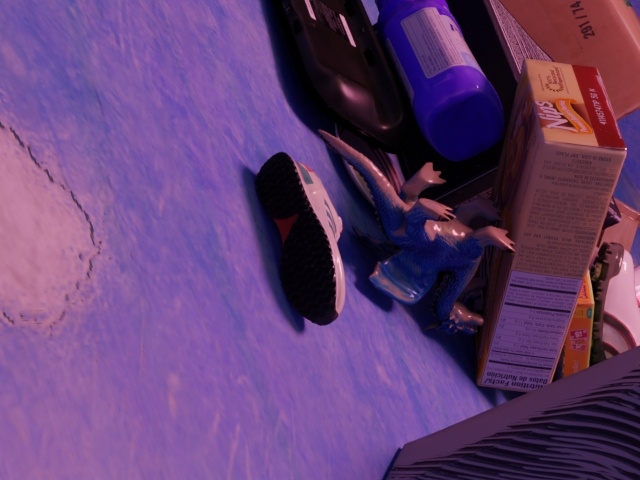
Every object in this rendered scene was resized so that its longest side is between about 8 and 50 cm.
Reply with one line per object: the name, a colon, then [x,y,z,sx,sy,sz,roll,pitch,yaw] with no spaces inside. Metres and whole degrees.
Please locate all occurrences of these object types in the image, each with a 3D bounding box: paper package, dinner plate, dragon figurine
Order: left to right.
dinner plate: [0.054,-0.080,1.081,0.141,0.017,0.141,44,29,-33]
dragon figurine: [0.087,0.006,0.952,0.289,0.144,0.085,23,34,-33]
paper package: [0.367,-0.308,1.602,0.325,0.309,0.168,60,23,1]

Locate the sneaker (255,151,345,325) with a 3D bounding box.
sneaker: [0.000,0.000,0.831,0.075,0.057,0.161,18,44,-50]

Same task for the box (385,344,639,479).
box: [0.193,0.172,0.749,0.113,0.275,0.094,58,24,-3]

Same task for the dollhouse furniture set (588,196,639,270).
dollhouse furniture set: [0.502,0.065,1.792,0.355,0.174,0.303,32,37,7]

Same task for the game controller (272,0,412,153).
game controller: [0.011,-0.238,1.119,0.166,0.067,0.319,16,42,-38]

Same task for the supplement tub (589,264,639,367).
supplement tub: [0.426,0.187,1.306,0.272,0.191,0.191,64,24,8]

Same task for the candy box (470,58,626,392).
candy box: [0.232,-0.012,1.047,0.183,0.088,0.316,-81,178,-54]

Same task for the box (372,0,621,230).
box: [0.234,-0.153,1.317,0.294,0.183,0.296,27,42,-50]

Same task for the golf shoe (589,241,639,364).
golf shoe: [0.376,0.134,1.179,0.105,0.120,0.272,-44,133,-76]

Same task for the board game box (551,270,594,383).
board game box: [0.298,0.148,1.160,0.124,0.039,0.259,-73,159,-59]

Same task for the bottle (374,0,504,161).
bottle: [0.129,-0.221,1.150,0.118,0.092,0.283,50,17,-44]
